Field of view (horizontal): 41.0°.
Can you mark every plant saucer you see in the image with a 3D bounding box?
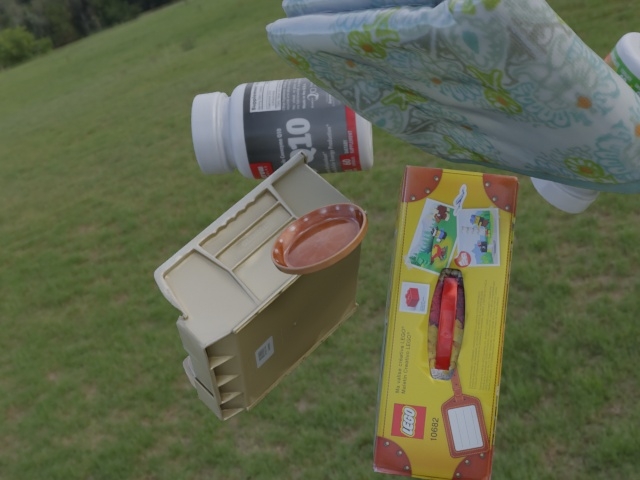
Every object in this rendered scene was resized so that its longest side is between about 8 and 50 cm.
[{"bbox_3d":[0.000,0.000,0.686,0.083,0.013,0.083,-21,31,13],"label":"plant saucer"}]

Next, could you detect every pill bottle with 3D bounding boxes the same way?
[{"bbox_3d":[0.407,-0.156,1.207,0.136,0.136,0.246,-45,-10,-50],"label":"pill bottle"},{"bbox_3d":[-0.059,-0.185,1.420,0.283,0.161,0.161,-4,22,7],"label":"pill bottle"}]

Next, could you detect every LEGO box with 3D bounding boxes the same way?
[{"bbox_3d":[0.214,0.143,1.552,0.193,0.500,0.372,6,-3,4],"label":"LEGO box"}]

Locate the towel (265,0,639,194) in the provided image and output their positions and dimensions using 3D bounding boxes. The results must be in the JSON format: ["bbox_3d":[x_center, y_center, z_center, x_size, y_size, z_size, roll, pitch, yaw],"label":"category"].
[{"bbox_3d":[0.150,-0.166,0.921,0.374,0.320,0.090,15,80,55],"label":"towel"}]

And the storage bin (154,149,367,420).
[{"bbox_3d":[-0.072,0.071,1.093,0.123,0.262,0.260,40,66,20],"label":"storage bin"}]
